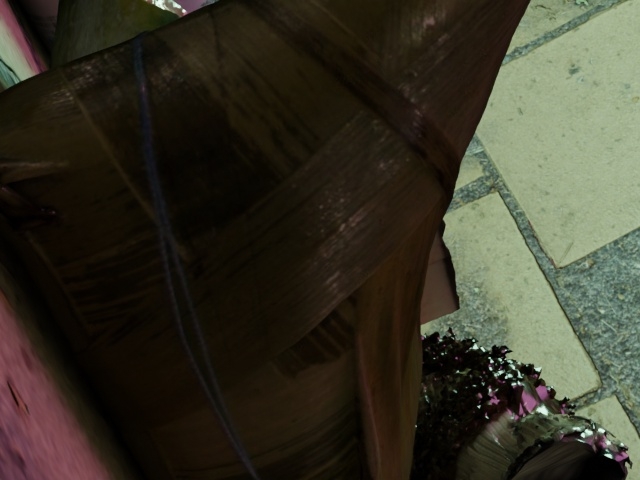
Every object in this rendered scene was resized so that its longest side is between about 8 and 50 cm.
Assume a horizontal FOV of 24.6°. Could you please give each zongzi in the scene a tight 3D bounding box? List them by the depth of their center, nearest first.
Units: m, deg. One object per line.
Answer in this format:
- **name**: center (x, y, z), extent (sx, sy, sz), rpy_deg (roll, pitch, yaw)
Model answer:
- **zongzi**: center (0.027, 0.003, 0.601), extent (0.125, 0.274, 0.251), rpy_deg (-100, 165, -64)

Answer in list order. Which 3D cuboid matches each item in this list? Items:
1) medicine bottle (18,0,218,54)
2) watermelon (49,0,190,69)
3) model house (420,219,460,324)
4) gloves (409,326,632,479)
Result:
- **medicine bottle**: center (-0.157, -0.213, 1.030), extent (0.293, 0.141, 0.141), rpy_deg (62, 0, -33)
- **watermelon**: center (-0.055, -0.054, 0.816), extent (0.305, 0.180, 0.224), rpy_deg (-125, -158, -75)
- **model house**: center (0.000, 0.000, 1.603), extent (0.202, 0.237, 0.237), rpy_deg (61, -6, 36)
- **gloves**: center (0.121, 0.186, 1.213), extent (0.312, 0.135, 0.210), rpy_deg (-134, -127, -60)
